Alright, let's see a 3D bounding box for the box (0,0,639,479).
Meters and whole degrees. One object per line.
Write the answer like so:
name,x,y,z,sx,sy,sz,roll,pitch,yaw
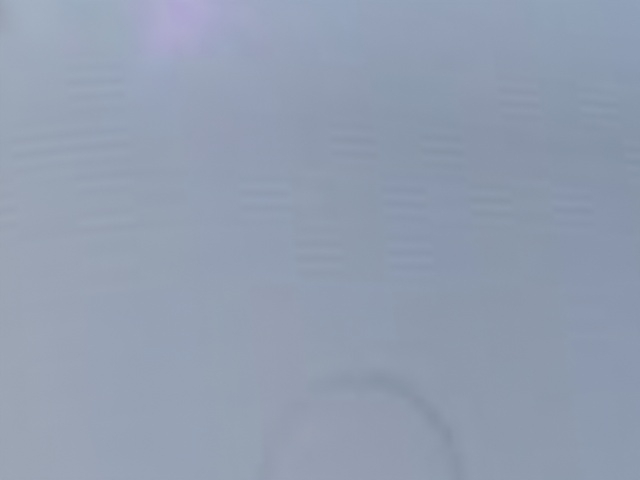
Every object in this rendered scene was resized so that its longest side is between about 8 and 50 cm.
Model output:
box,0.041,0.048,0.421,0.349,0.141,0.288,-3,82,-34
